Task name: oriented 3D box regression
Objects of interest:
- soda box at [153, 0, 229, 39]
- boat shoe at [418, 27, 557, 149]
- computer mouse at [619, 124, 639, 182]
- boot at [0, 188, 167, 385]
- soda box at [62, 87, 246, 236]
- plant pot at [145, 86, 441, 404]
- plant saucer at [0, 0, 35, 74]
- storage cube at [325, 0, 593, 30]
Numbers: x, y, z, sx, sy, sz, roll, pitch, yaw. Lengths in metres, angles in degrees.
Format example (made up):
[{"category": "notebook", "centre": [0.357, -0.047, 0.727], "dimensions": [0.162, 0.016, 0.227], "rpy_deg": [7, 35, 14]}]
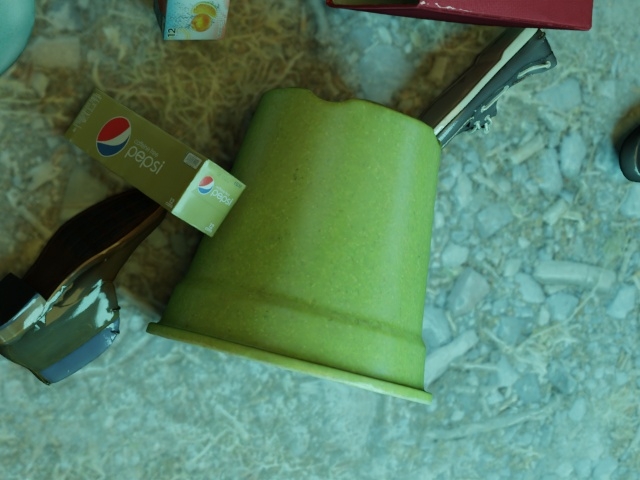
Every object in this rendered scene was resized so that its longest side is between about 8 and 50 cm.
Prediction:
[{"category": "soda box", "centre": [-0.112, -0.274, 1.086], "dimensions": [0.063, 0.058, 0.183], "rpy_deg": [-3, 132, -19]}, {"category": "boat shoe", "centre": [0.169, -0.142, 1.242], "dimensions": [0.206, 0.075, 0.065], "rpy_deg": [-46, 108, -10]}, {"category": "computer mouse", "centre": [0.433, -0.127, 1.359], "dimensions": [0.242, 0.041, 0.071], "rpy_deg": [-21, 105, -20]}, {"category": "boot", "centre": [-0.223, 0.044, 1.161], "dimensions": [0.219, 0.082, 0.106], "rpy_deg": [-38, 132, -12]}, {"category": "soda box", "centre": [-0.154, -0.073, 1.088], "dimensions": [0.058, 0.181, 0.061], "rpy_deg": [-56, 141, -1]}, {"category": "plant pot", "centre": [0.000, 0.000, 1.134], "dimensions": [0.276, 0.276, 0.253], "rpy_deg": [16, 83, -21]}, {"category": "plant saucer", "centre": [-0.342, -0.185, 1.026], "dimensions": [0.195, 0.037, 0.195], "rpy_deg": [-13, 140, -12]}, {"category": "storage cube", "centre": [0.138, -0.302, 1.131], "dimensions": [0.193, 0.215, 0.183], "rpy_deg": [2, 99, -26]}]
